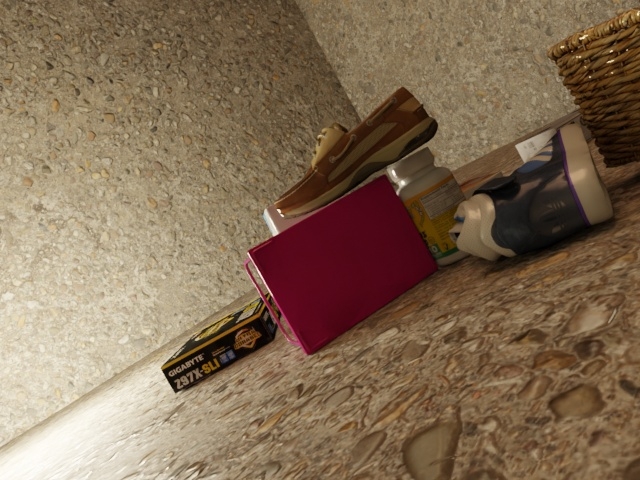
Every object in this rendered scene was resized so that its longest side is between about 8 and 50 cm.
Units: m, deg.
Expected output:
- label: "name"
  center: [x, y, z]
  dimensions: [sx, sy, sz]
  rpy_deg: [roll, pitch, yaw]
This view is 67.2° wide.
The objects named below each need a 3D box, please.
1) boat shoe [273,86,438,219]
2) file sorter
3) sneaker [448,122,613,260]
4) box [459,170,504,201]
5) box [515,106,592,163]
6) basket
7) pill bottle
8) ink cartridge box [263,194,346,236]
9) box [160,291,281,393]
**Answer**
- label: "boat shoe"
  center: [0.049, -0.157, 0.882]
  dimensions: [0.324, 0.119, 0.122]
  rpy_deg: [-31, 4, 14]
- label: "file sorter"
  center: [0.025, 0.046, 0.921]
  dimensions: [0.291, 0.202, 0.182]
  rpy_deg: [-30, 2, -18]
- label: "sneaker"
  center: [0.320, -0.073, 0.780]
  dimensions: [0.236, 0.130, 0.323]
  rpy_deg: [-23, 11, 31]
- label: "box"
  center: [0.340, -0.079, 1.098]
  dimensions: [0.130, 0.091, 0.170]
  rpy_deg: [-30, 3, -5]
- label: "box"
  center: [0.760, -0.334, 1.455]
  dimensions: [0.290, 0.087, 0.169]
  rpy_deg: [-31, 3, -20]
- label: "basket"
  center: [0.525, -0.264, 0.657]
  dimensions: [0.213, 0.223, 0.299]
  rpy_deg: [-41, 14, -21]
- label: "pill bottle"
  center: [0.213, -0.065, 0.910]
  dimensions: [0.118, 0.208, 0.117]
  rpy_deg: [-29, 3, 2]
- label: "ink cartridge box"
  center: [0.000, 0.000, 1.259]
  dimensions: [0.197, 0.270, 0.198]
  rpy_deg: [-28, 3, -8]
- label: "box"
  center: [-0.234, 0.245, 1.230]
  dimensions: [0.257, 0.079, 0.322]
  rpy_deg: [-28, 3, 1]
